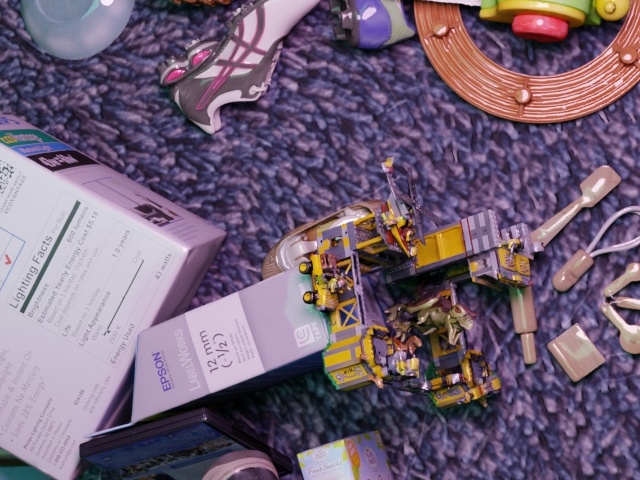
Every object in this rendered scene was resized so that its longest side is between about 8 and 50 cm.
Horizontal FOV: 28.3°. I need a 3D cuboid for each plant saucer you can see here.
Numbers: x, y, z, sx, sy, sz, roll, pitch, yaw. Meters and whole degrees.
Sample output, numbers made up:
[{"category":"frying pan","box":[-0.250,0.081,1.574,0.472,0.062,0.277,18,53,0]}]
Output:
[{"category":"plant saucer","box":[-0.364,-0.364,1.858,0.195,0.037,0.195,-1,87,19]}]

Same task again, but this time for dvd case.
[{"category":"dvd case","box":[-0.167,0.281,1.638,0.180,0.253,0.022,-19,60,17]}]

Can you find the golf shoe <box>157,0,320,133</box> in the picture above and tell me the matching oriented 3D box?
[{"category":"golf shoe","box":[-0.089,-0.260,1.734,0.273,0.105,0.120,-34,92,21]}]

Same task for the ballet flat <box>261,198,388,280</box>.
[{"category":"ballet flat","box":[0.000,0.000,1.690,0.206,0.067,0.073,-30,78,15]}]

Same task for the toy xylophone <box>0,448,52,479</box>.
[{"category":"toy xylophone","box":[-0.458,0.443,1.748,0.081,0.236,0.322,-11,84,43]}]

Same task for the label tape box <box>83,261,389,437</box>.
[{"category":"label tape box","box":[-0.113,0.142,1.624,0.348,0.249,0.115,-21,80,17]}]

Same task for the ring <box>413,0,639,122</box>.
[{"category":"ring","box":[0.282,-0.318,1.612,0.337,0.032,0.336,-1,87,13]}]

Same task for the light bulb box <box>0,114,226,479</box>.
[{"category":"light bulb box","box":[-0.378,0.064,1.690,0.361,0.225,0.358,29,98,4]}]

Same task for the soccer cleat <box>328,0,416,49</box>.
[{"category":"soccer cleat","box":[0.068,-0.394,1.695,0.121,0.093,0.289,-3,81,-12]}]

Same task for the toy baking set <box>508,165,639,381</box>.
[{"category":"toy baking set","box":[0.329,0.045,1.595,0.197,0.030,0.256,-13,83,15]}]

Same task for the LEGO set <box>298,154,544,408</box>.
[{"category":"LEGO set","box":[0.150,0.068,1.501,0.192,0.331,0.255,-21,59,32]}]

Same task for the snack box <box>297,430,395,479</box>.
[{"category":"snack box","box":[0.054,0.350,1.592,0.070,0.174,0.207,-21,80,15]}]

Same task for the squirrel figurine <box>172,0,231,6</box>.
[{"category":"squirrel figurine","box":[-0.159,-0.527,1.678,0.397,0.281,0.370,42,106,0]}]

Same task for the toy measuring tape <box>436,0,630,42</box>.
[{"category":"toy measuring tape","box":[0.212,-0.310,1.550,0.330,0.121,0.121,9,90,11]}]

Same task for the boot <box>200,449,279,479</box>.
[{"category":"boot","box":[-0.087,0.486,1.564,0.284,0.138,0.377,42,118,52]}]
